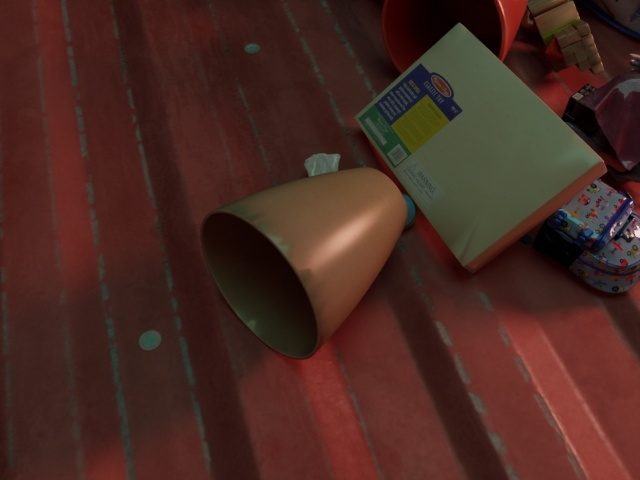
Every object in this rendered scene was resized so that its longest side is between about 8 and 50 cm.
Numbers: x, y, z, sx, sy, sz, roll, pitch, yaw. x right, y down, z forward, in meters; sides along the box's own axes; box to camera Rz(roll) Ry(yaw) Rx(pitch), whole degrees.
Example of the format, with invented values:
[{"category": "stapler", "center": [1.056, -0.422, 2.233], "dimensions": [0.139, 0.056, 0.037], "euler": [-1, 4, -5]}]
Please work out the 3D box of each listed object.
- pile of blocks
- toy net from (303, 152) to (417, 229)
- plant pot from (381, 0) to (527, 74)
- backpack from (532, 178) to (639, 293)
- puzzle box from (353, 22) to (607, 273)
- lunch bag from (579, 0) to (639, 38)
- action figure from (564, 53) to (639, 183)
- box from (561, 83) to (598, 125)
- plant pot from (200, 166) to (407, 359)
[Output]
[{"category": "pile of blocks", "center": [0.513, -0.468, 1.426], "dimensions": [0.113, 0.149, 0.362], "euler": [-21, 43, 21]}, {"category": "toy net", "center": [0.057, -0.074, 1.169], "dimensions": [0.232, 0.045, 0.122], "euler": [35, 90, 25]}, {"category": "plant pot", "center": [0.300, -0.475, 1.338], "dimensions": [0.275, 0.274, 0.243], "euler": [28, 48, 19]}, {"category": "backpack", "center": [0.473, -0.005, 1.073], "dimensions": [0.158, 0.116, 0.173], "euler": [-38, 66, -24]}, {"category": "puzzle box", "center": [0.258, -0.177, 1.136], "dimensions": [0.272, 0.052, 0.408], "euler": [-40, 54, 15]}, {"category": "lunch bag", "center": [0.772, -0.665, 1.491], "dimensions": [0.328, 0.239, 0.385], "euler": [-32, 74, -21]}, {"category": "action figure", "center": [0.625, -0.275, 1.106], "dimensions": [0.370, 0.248, 0.275], "euler": [-45, 62, 15]}, {"category": "box", "center": [0.521, -0.255, 1.274], "dimensions": [0.062, 0.083, 0.052], "euler": [-37, 61, -23]}, {"category": "plant pot", "center": [0.000, 0.000, 0.999], "dimensions": [0.257, 0.256, 0.274], "euler": [38, 55, 24]}]
